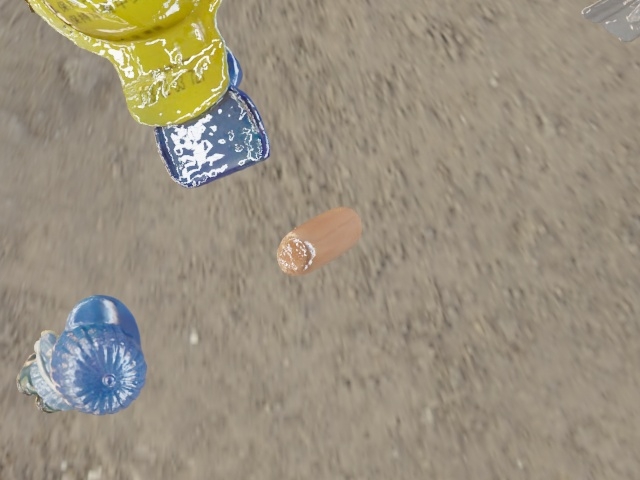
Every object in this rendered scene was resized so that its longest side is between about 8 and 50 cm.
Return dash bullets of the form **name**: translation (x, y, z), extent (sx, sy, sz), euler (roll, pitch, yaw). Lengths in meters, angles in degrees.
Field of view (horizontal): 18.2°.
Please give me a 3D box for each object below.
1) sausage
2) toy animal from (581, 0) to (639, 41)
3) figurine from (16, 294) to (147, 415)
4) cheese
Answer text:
- **sausage**: translation (0.000, 0.000, 1.416), extent (0.034, 0.083, 0.034), euler (12, 113, 28)
- **toy animal**: translation (0.306, -0.215, 1.526), extent (0.081, 0.206, 0.367), euler (43, 134, -6)
- **figurine**: translation (-0.194, 0.101, 1.582), extent (0.086, 0.149, 0.087), euler (50, 53, -13)
- **cheese**: translation (-0.111, -0.152, 1.247), extent (0.157, 0.064, 0.250), euler (-18, 100, 25)
